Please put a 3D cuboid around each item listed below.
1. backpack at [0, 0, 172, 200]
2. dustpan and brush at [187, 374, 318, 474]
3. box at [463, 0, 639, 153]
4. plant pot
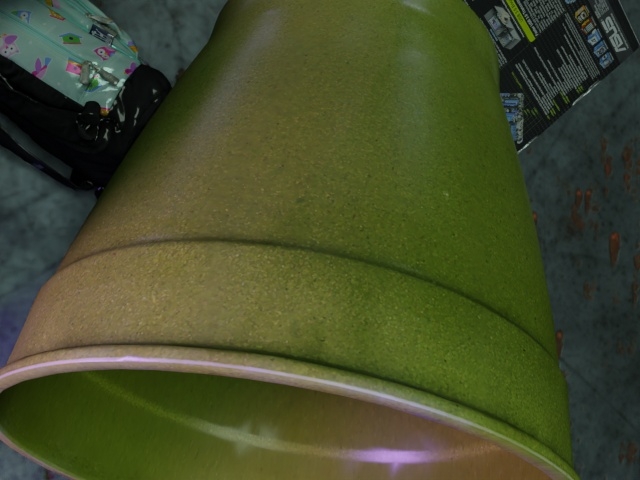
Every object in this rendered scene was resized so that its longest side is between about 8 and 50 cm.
[{"bbox_3d":[-0.211,-0.132,0.667,0.182,0.152,0.115,36,62,-4],"label":"backpack"},{"bbox_3d":[-0.023,0.121,0.756,0.211,0.060,0.147,-8,75,-16],"label":"dustpan and brush"},{"bbox_3d":[0.143,-0.203,0.748,0.216,0.060,0.270,-42,128,5],"label":"box"},{"bbox_3d":[0.000,0.000,0.604,0.367,0.366,0.352,21,59,-18],"label":"plant pot"}]
